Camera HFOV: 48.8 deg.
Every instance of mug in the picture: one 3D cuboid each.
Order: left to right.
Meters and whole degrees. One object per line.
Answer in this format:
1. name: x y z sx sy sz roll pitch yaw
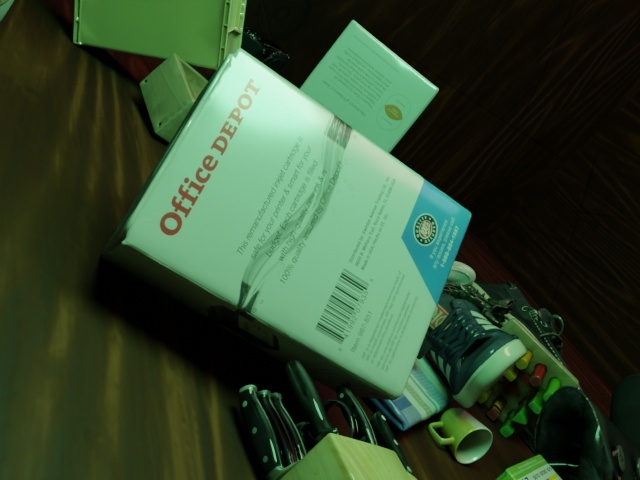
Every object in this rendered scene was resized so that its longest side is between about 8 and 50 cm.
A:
1. mug: 0.196 0.267 0.998 0.078 0.062 0.064 42 4 -36

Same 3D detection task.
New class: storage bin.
1. storage bin: -0.262 -0.436 1.184 0.262 0.260 0.123 11 20 2

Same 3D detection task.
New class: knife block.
1. knife block: 0.013 0.217 0.560 0.242 0.088 0.275 43 14 1

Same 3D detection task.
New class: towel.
1. towel: 0.095 0.176 1.034 0.209 0.034 0.285 48 14 19

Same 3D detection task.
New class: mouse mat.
1. mouse mat: 0.373 0.337 1.403 0.190 0.007 0.152 48 14 20

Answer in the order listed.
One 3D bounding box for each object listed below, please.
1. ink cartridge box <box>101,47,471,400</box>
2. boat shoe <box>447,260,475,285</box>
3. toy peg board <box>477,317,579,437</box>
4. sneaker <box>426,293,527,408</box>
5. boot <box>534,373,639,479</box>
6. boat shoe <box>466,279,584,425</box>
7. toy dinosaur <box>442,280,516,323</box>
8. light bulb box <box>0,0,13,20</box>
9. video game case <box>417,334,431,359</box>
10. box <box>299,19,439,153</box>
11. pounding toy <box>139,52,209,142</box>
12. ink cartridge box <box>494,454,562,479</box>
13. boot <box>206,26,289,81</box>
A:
1. ink cartridge box: -0.028 -0.006 0.725 0.307 0.223 0.129 33 -21 -18
2. boat shoe: 0.266 0.078 1.633 0.184 0.066 0.063 15 28 4
3. toy peg board: 0.339 0.255 1.258 0.160 0.161 0.079 46 28 10
4. sneaker: 0.214 0.155 1.100 0.148 0.131 0.350 48 0 8
5. boot: 0.496 0.343 1.206 0.445 0.146 0.367 31 48 -36
6. boat shoe: 0.444 0.223 1.511 0.500 0.156 0.187 -115 -162 -66
7. toy dinosaur: 0.247 0.144 1.432 0.218 0.164 0.322 34 27 24
8. light bulb box: -0.471 -0.515 0.806 0.361 0.358 0.225 43 15 1
9. video game case: 0.049 0.058 1.134 0.248 0.035 0.275 36 11 -11
10. box: 0.047 -0.231 1.428 0.215 0.345 0.168 39 12 0
11. pounding toy: -0.189 -0.170 1.160 0.181 0.094 0.206 35 25 -51
12. ink cartridge box: 0.293 0.390 0.821 0.255 0.097 0.189 49 15 26
13. boot: -0.131 -0.308 1.477 0.246 0.207 0.094 29 19 -47
